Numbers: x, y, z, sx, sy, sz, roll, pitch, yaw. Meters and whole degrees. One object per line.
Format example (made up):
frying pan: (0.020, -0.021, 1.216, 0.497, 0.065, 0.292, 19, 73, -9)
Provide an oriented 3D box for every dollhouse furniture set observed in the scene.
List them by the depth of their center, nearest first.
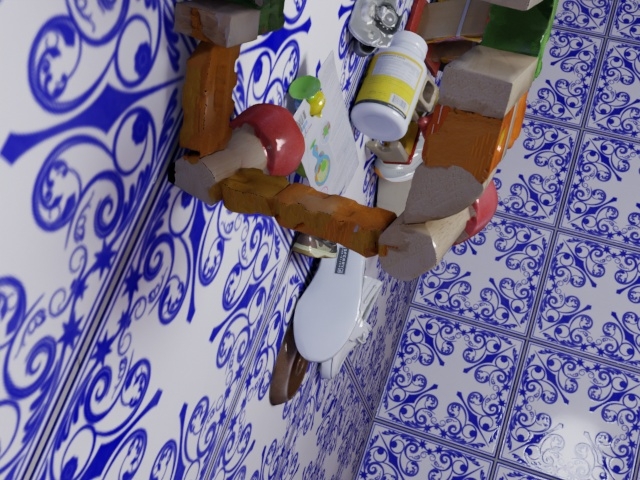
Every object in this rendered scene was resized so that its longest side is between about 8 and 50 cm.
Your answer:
dollhouse furniture set: (0.262, -0.316, 1.539, 0.152, 0.201, 0.374, 35, 68, -49)

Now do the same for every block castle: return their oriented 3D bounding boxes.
block castle: (0.049, -0.219, 0.661, 0.213, 0.303, 0.453, -41, 145, -56)

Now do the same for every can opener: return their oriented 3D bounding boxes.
can opener: (0.105, -0.427, 1.196, 0.095, 0.076, 0.283, -10, -119, 69)

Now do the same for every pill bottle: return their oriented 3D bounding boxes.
pill bottle: (0.128, -0.275, 1.340, 0.103, 0.103, 0.184, 77, 31, -64)

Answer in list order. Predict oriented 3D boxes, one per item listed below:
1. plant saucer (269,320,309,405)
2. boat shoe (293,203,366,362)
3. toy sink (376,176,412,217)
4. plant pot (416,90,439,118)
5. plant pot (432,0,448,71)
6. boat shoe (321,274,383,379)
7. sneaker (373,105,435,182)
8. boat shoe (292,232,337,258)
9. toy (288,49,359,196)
plant saucer: (-0.047, 0.218, 1.361, 0.168, 0.029, 0.168, 16, 90, -78)
boat shoe: (0.027, 0.082, 1.357, 0.102, 0.108, 0.301, 79, 21, -64)
toy sink: (0.206, -0.111, 1.797, 0.152, 0.131, 0.234, -57, 154, -51)
plant pot: (0.204, -0.304, 1.686, 0.083, 0.082, 0.081, -14, 120, -61)
plant pot: (0.342, -0.499, 1.834, 0.167, 0.188, 0.187, 109, 3, -60)
boat shoe: (0.072, 0.192, 1.690, 0.095, 0.084, 0.258, 71, 36, -68)
sneaker: (0.220, -0.228, 1.637, 0.262, 0.099, 0.121, -33, 146, -19)
boat shoe: (0.000, 0.000, 1.237, 0.152, 0.056, 0.049, -11, 121, -75)
toy: (-0.007, -0.135, 1.057, 0.237, 0.056, 0.136, 75, 37, -56)
